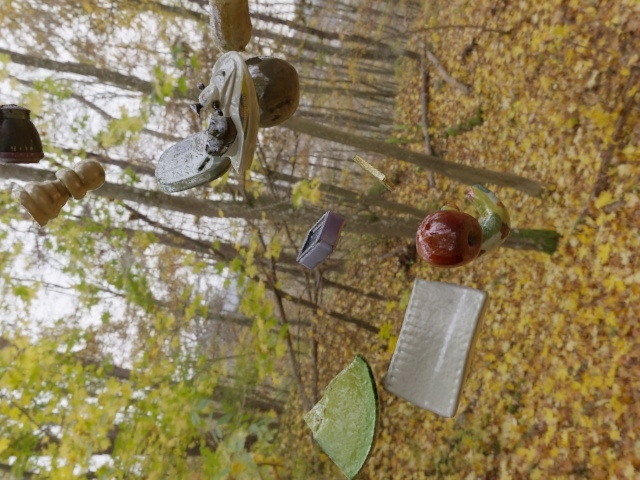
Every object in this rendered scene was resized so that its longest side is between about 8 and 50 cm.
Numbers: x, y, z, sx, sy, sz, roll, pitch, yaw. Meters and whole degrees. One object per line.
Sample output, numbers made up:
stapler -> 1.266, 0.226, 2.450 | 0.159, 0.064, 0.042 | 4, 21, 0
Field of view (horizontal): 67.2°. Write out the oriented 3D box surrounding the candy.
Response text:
candy -> 0.332, 0.294, 1.359 | 0.145, 0.207, 0.359 | 34, -108, -62

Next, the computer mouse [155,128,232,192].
computer mouse -> -0.423, -0.267, 1.640 | 0.095, 0.330, 0.198 | 31, -128, -54

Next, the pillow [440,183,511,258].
pillow -> 0.504, -0.055, 1.578 | 0.214, 0.233, 0.086 | 57, 179, 12

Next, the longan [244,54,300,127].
longan -> -0.164, -0.450, 1.447 | 0.246, 0.245, 0.215 | -86, -17, -48

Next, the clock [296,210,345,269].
clock -> 0.001, 0.000, 1.690 | 0.193, 0.073, 0.145 | -44, 21, 52

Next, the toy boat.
toy boat -> -0.201, -0.266, 1.024 | 0.270, 0.140, 0.141 | 92, -175, -60

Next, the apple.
apple -> 0.380, -0.003, 1.431 | 0.168, 0.180, 0.181 | 5, 81, 49

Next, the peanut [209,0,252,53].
peanut -> -0.267, -0.659, 1.435 | 0.224, 0.129, 0.129 | 91, -175, -52

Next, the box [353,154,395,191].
box -> 0.162, -0.201, 1.439 | 0.020, 0.073, 0.149 | -49, 52, 4

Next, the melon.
melon -> 0.054, 0.512, 1.406 | 0.343, 0.225, 0.332 | 83, -177, -73

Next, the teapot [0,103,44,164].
teapot -> -0.770, -0.261, 1.185 | 0.116, 0.148, 0.146 | 16, 109, 57

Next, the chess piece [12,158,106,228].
chess piece -> -0.804, -0.165, 1.512 | 0.260, 0.143, 0.143 | -39, -10, -25
